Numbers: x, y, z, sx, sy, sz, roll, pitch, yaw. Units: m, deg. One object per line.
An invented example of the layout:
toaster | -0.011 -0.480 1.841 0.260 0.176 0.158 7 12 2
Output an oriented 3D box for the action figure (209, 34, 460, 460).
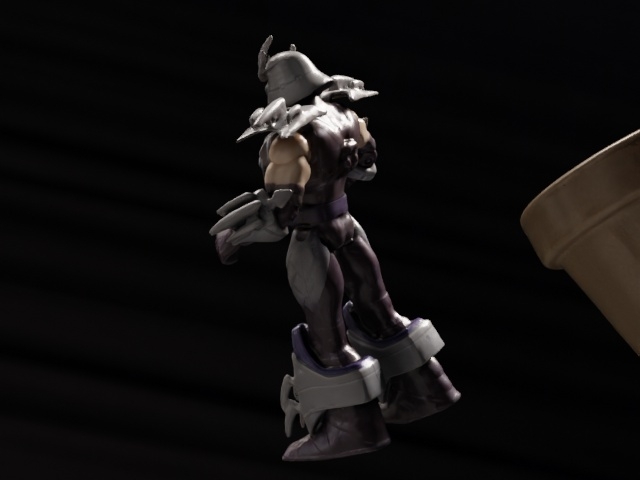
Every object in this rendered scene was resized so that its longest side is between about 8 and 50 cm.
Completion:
action figure | 0.000 0.000 1.304 0.185 0.099 0.285 -26 105 -51

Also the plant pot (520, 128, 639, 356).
plant pot | 0.360 0.017 1.870 0.229 0.263 0.263 63 -17 14
